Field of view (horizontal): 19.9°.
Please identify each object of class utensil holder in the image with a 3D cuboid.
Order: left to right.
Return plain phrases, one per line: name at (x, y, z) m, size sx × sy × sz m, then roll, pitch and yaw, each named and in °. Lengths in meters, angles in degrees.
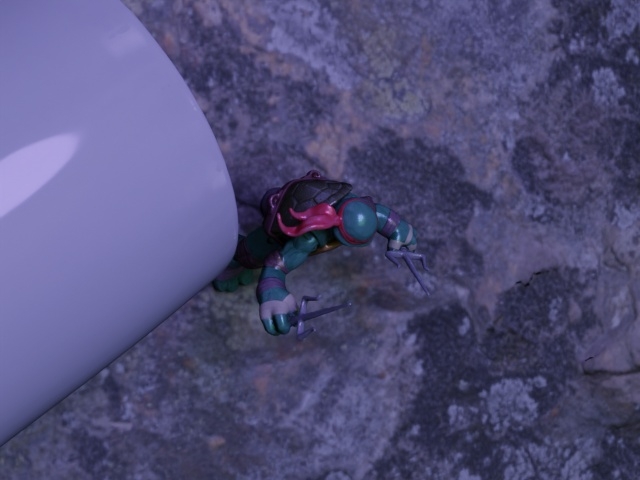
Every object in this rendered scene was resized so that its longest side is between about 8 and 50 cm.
utensil holder at (-0.300, 0.004, 1.308) m, size 0.385 × 0.327 × 0.327 m, roll -38°, pitch 110°, yaw -26°

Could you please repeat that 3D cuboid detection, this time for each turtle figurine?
turtle figurine at (0.000, 0.000, 1.529) m, size 0.175 × 0.234 × 0.118 m, roll -21°, pitch 102°, yaw -28°
